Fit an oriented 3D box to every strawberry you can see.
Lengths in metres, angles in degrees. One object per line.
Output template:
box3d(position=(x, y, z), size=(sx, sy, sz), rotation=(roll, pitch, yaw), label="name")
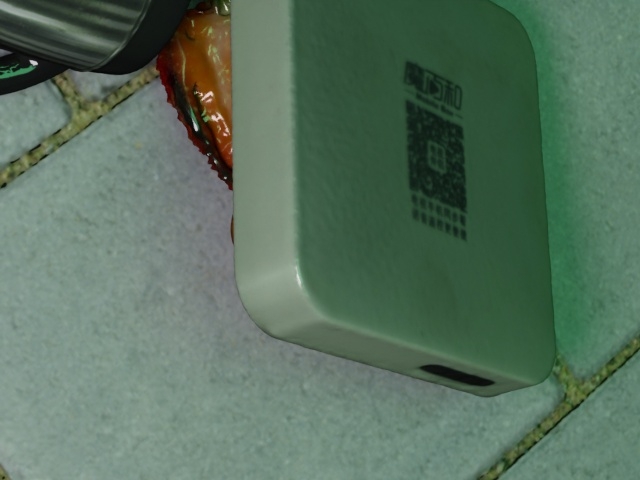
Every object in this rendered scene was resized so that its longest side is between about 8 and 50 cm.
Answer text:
box3d(position=(-0.074, -0.139, 1.530), size=(0.140, 0.085, 0.192), rotation=(-36, 90, -14), label="strawberry")

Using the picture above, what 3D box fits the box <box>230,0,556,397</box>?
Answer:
box3d(position=(0.065, -0.072, 1.493), size=(0.367, 0.090, 0.373), rotation=(21, 60, -47), label="box")

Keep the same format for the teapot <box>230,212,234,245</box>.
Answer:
box3d(position=(0.000, 0.000, 1.537), size=(0.173, 0.116, 0.116), rotation=(18, 78, -23), label="teapot")

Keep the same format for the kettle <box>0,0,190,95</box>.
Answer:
box3d(position=(-0.268, -0.248, 1.383), size=(0.271, 0.250, 0.207), rotation=(9, 69, -39), label="kettle")
